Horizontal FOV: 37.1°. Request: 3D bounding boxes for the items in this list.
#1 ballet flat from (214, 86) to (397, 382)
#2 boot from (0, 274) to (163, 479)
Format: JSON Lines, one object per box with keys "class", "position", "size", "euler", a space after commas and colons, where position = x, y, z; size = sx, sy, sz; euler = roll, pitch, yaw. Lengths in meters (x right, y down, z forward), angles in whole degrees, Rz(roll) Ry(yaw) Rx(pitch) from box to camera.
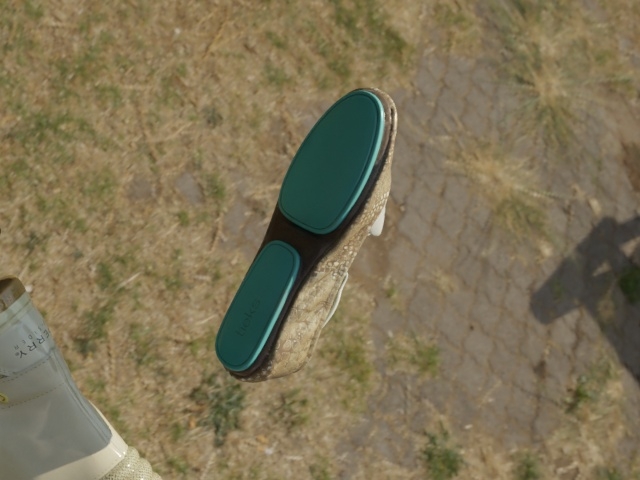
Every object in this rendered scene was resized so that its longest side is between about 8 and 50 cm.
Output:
{"class": "ballet flat", "position": [0.000, 0.000, 0.621], "size": [0.073, 0.206, 0.067], "euler": [38, 12, 38]}
{"class": "boot", "position": [-0.257, 0.159, 0.707], "size": [0.203, 0.262, 0.095], "euler": [55, 27, -14]}
